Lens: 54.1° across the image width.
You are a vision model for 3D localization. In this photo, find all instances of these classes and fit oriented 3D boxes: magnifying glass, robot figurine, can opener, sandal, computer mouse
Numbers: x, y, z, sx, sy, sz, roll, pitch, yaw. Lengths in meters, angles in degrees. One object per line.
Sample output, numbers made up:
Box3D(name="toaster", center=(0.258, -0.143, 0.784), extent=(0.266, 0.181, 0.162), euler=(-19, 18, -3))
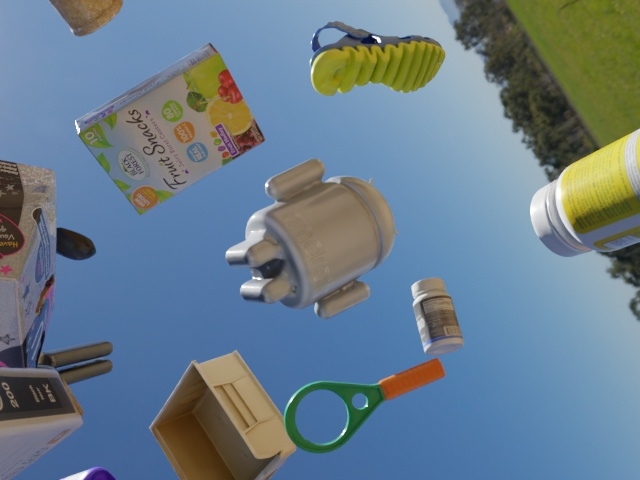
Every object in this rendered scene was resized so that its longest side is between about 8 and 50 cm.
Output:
Box3D(name="magnifying glass", center=(0.061, 0.215, 0.854), extent=(0.026, 0.231, 0.092), euler=(121, 128, -80))
Box3D(name="robot figurine", center=(0.000, 0.000, 1.197), extent=(0.353, 0.200, 0.300), euler=(-28, -74, -30))
Box3D(name="can opener", center=(-0.473, 0.238, 1.132), extent=(0.280, 0.093, 0.074), euler=(-2, -84, -70))
Box3D(name="sandal", center=(0.109, -0.375, 1.247), extent=(0.317, 0.126, 0.138), euler=(-6, -126, -29))
Box3D(name="computer mouse", center=(-0.580, -0.008, 1.274), extent=(0.242, 0.071, 0.041), euler=(17, -122, -11))

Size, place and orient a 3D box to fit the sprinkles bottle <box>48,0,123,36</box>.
Box3D(name="sprinkles bottle", center=(-0.513, -0.547, 1.125), extent=(0.355, 0.121, 0.121), euler=(56, -162, -39))

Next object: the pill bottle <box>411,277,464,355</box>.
Box3D(name="pill bottle", center=(0.224, 0.146, 1.216), extent=(0.078, 0.078, 0.137), euler=(28, -136, -51))

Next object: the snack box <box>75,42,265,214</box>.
Box3D(name="snack box", center=(-0.135, -0.101, 0.580), extent=(0.100, 0.141, 0.037), euler=(62, 175, -38))

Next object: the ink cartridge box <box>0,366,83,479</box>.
Box3D(name="ink cartridge box", center=(-0.222, 0.126, 0.250), extent=(0.045, 0.206, 0.208), euler=(53, 170, 8))

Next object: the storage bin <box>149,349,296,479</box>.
Box3D(name="storage bin", center=(-0.214, 0.424, 1.360), extent=(0.123, 0.262, 0.260), euler=(-11, -126, -49))

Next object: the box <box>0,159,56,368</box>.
Box3D(name="box", center=(-0.364, 0.044, 0.636), extent=(0.163, 0.247, 0.142), euler=(11, -130, -15))

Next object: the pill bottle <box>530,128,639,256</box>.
Box3D(name="pill bottle", center=(0.356, -0.055, 0.732), extent=(0.119, 0.208, 0.119), euler=(9, -111, -25))

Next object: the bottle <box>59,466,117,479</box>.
Box3D(name="bottle", center=(-0.563, 0.584, 1.393), extent=(0.092, 0.283, 0.118), euler=(51, -142, -14))
